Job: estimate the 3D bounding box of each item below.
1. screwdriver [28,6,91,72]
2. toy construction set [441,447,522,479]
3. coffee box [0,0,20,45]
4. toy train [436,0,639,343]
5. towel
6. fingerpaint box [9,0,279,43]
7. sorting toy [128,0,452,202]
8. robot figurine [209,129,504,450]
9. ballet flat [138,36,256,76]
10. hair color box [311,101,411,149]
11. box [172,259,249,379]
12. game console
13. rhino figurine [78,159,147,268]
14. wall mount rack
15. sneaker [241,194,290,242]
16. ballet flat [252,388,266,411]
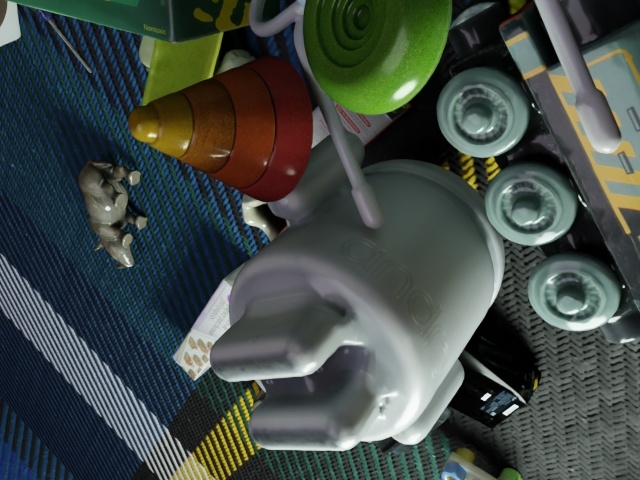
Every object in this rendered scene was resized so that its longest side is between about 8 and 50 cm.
[{"bbox_3d":[-0.407,-0.326,1.067,0.170,0.024,0.025,53,171,-14],"label":"screwdriver"},{"bbox_3d":[0.305,0.417,0.905,0.328,0.151,0.215,19,132,47],"label":"toy construction set"},{"bbox_3d":[-0.684,-0.442,0.977,0.338,0.338,0.334,35,139,16],"label":"coffee box"},{"bbox_3d":[0.239,-0.067,0.589,0.190,0.142,0.334,-22,102,37],"label":"toy train"},{"bbox_3d":[-0.160,-0.227,0.821,0.102,0.021,0.237,24,105,32],"label":"towel"},{"bbox_3d":[-0.259,-0.431,0.696,0.445,0.163,0.371,22,125,29],"label":"fingerpaint box"},{"bbox_3d":[-0.019,-0.136,0.454,0.365,0.126,0.127,-34,69,46],"label":"sorting toy"},{"bbox_3d":[0.053,0.048,0.670,0.200,0.353,0.299,-10,113,39],"label":"robot figurine"},{"bbox_3d":[-0.129,-0.209,0.857,0.248,0.086,0.086,30,137,23],"label":"ballet flat"},{"bbox_3d":[0.030,-0.134,0.790,0.072,0.043,0.141,51,142,-2],"label":"hair color box"},{"bbox_3d":[-0.171,0.143,1.180,0.063,0.067,0.324,45,141,5],"label":"box"},{"bbox_3d":[0.119,0.207,0.945,0.213,0.044,0.361,28,142,0],"label":"game console"},{"bbox_3d":[-0.360,-0.039,1.205,0.106,0.073,0.243,27,137,19],"label":"rhino figurine"},{"bbox_3d":[0.083,-0.189,0.514,0.130,0.304,0.350,23,154,-33],"label":"wall mount rack"},{"bbox_3d":[0.000,0.000,0.870,0.252,0.111,0.103,34,138,18],"label":"sneaker"},{"bbox_3d":[-0.061,0.249,1.177,0.084,0.058,0.250,21,143,0],"label":"ballet flat"}]
